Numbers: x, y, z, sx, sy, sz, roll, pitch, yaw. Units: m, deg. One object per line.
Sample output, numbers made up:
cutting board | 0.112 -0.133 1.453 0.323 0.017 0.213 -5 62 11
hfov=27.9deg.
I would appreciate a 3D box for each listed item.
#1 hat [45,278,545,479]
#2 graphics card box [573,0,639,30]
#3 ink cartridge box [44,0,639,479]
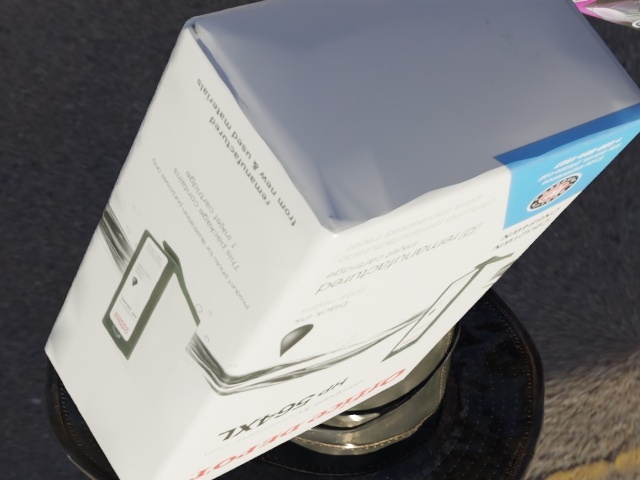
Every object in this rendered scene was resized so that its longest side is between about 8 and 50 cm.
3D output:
hat | -0.016 0.043 0.801 0.331 0.134 0.331 1 42 -1
graphics card box | 0.254 -0.257 1.009 0.233 0.371 0.094 -10 81 44
ink cartridge box | 0.000 0.000 0.472 0.086 0.148 0.203 56 144 17
